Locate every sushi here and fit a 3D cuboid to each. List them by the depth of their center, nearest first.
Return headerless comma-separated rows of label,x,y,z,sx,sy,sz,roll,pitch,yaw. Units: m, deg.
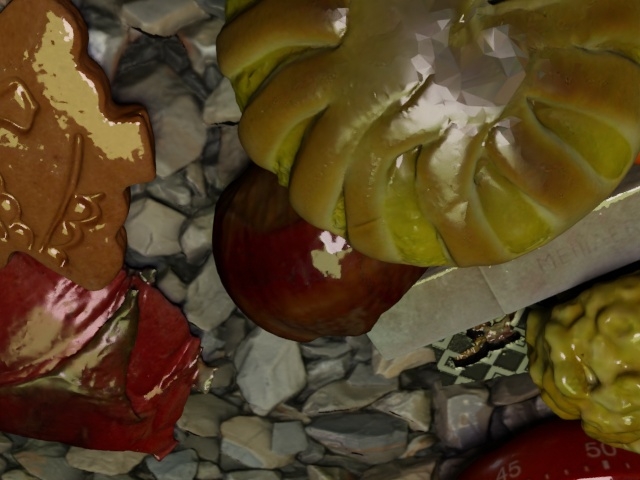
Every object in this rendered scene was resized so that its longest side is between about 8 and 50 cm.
sushi,0.170,0.083,0.939,0.120,0.026,0.126,-11,118,9

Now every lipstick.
lipstick,0.206,-0.004,0.827,0.372,0.079,0.076,-24,119,16

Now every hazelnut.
hazelnut,-0.002,-0.008,0.793,0.202,0.170,0.161,-22,147,38

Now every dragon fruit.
dragon fruit,-0.279,0.122,0.933,0.344,0.100,0.282,18,121,-14

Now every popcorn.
popcorn,0.310,0.112,0.839,0.233,0.192,0.266,-18,160,20

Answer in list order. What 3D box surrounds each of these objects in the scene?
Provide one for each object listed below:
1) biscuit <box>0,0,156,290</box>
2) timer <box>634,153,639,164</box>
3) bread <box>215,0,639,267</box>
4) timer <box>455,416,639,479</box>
biscuit,-0.294,-0.073,0.796,0.306,0.043,0.283,-3,121,6
timer,0.243,-0.115,0.742,0.136,0.099,0.136,10,126,14
bread,0.077,-0.137,0.620,0.333,0.160,0.332,0,97,-1
timer,0.308,0.377,1.008,0.378,0.279,0.378,2,127,3
